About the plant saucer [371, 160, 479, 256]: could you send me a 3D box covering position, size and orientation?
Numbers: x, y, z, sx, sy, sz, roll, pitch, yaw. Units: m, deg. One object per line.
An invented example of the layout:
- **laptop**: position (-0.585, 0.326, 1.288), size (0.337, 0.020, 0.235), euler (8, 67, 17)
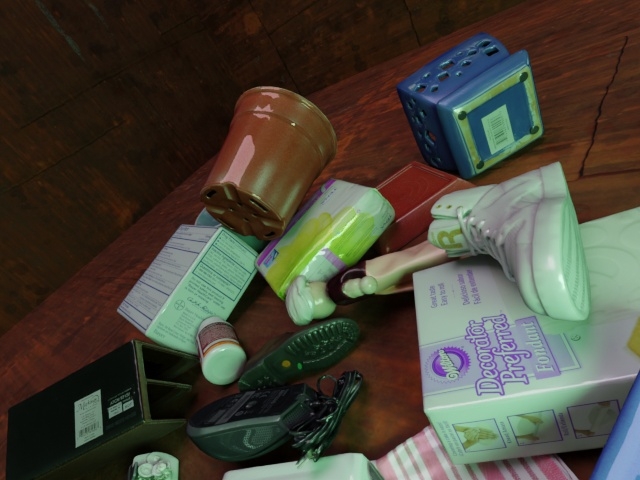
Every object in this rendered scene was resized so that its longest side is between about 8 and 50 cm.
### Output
- **plant saucer**: position (0.192, -0.095, 0.942), size (0.259, 0.047, 0.258), euler (-34, 27, -2)

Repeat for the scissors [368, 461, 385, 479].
- **scissors**: position (0.129, 0.312, 0.336), size (0.109, 0.021, 0.297), euler (-34, 33, 9)

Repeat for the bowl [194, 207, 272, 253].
- **bowl**: position (-0.202, -0.073, 1.210), size (0.312, 0.163, 0.311), euler (-27, 27, 15)

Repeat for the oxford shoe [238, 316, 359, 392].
- **oxford shoe**: position (-0.040, 0.184, 0.704), size (0.227, 0.082, 0.096), euler (-26, 18, 7)

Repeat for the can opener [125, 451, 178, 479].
- **can opener**: position (-0.245, 0.423, 0.568), size (0.093, 0.074, 0.280), euler (-68, 24, 10)

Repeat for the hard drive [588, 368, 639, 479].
- **hard drive**: position (0.272, 0.207, 0.227), size (0.210, 0.040, 0.318), euler (25, 75, 40)

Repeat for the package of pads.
- **package of pads**: position (0.000, 0.000, 0.884), size (0.296, 0.101, 0.229), euler (-49, 26, -4)

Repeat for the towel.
- **towel**: position (0.148, 0.256, 0.433), size (0.197, 0.029, 0.144), euler (-33, 26, 2)

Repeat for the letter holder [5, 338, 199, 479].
- **letter holder**: position (-0.399, 0.345, 0.789), size (0.302, 0.214, 0.151), euler (-29, 59, 8)

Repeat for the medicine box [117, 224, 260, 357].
- **medicine box**: position (-0.327, 0.113, 1.001), size (0.264, 0.149, 0.289), euler (5, 58, 51)

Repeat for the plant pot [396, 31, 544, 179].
- **plant pot**: position (0.345, -0.289, 0.903), size (0.236, 0.236, 0.212), euler (-31, 34, 5)

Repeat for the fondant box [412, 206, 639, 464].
- **fondant box**: position (0.281, 0.092, 0.450), size (0.331, 0.096, 0.238), euler (-20, 25, 20)

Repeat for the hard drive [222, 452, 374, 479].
- **hard drive**: position (-0.067, 0.406, 0.387), size (0.233, 0.047, 0.353), euler (-25, 28, 28)

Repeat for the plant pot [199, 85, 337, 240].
- **plant pot**: position (-0.130, -0.161, 0.937), size (0.273, 0.272, 0.264), euler (-7, 50, 42)

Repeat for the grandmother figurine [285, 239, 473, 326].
- **grandmother figurine**: position (0.089, 0.068, 0.692), size (0.343, 0.103, 0.208), euler (-22, -11, 19)

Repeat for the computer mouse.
- **computer mouse**: position (-0.075, 0.272, 0.584), size (0.273, 0.072, 0.188), euler (-16, 3, 24)

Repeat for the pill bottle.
- **pill bottle**: position (-0.208, 0.218, 0.824), size (0.086, 0.086, 0.152), euler (-38, 28, -8)

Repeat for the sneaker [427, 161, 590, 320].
- **sneaker**: position (0.207, 0.004, 0.475), size (0.169, 0.108, 0.292), euler (-14, 17, 33)
